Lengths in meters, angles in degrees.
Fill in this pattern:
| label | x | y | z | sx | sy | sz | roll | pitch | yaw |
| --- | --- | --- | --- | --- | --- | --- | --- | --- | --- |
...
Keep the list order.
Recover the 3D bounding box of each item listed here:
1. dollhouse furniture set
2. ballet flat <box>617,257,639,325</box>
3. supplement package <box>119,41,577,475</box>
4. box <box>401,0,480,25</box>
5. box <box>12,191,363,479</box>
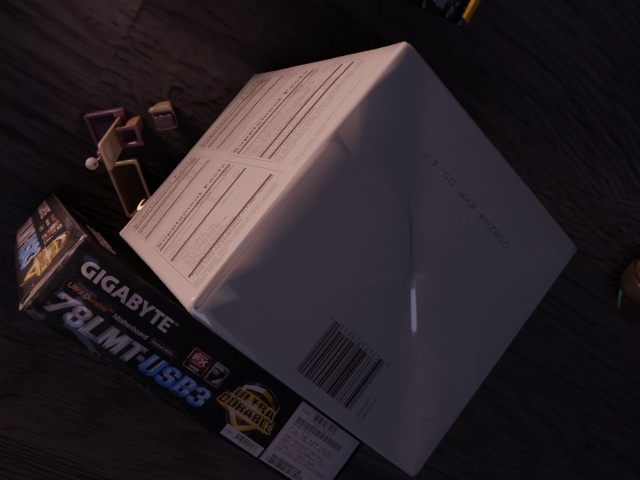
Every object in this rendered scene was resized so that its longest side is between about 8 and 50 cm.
| label | x | y | z | sx | sy | sz | roll | pitch | yaw |
| --- | --- | --- | --- | --- | --- | --- | --- | --- | --- |
| dollhouse furniture set | -0.173 | -0.060 | 0.599 | 0.091 | 0.081 | 0.114 | -8 | 125 | 6 |
| ballet flat | 0.468 | 0.076 | 0.700 | 0.281 | 0.095 | 0.096 | 11 | 135 | 4 |
| supplement package | 0.000 | 0.000 | 0.494 | 0.199 | 0.263 | 0.198 | 43 | 81 | -25 |
| box | 0.012 | -0.327 | 0.414 | 0.322 | 0.079 | 0.257 | 19 | 125 | -13 |
| box | -0.139 | 0.084 | 0.587 | 0.293 | 0.296 | 0.073 | 45 | 78 | -26 |
